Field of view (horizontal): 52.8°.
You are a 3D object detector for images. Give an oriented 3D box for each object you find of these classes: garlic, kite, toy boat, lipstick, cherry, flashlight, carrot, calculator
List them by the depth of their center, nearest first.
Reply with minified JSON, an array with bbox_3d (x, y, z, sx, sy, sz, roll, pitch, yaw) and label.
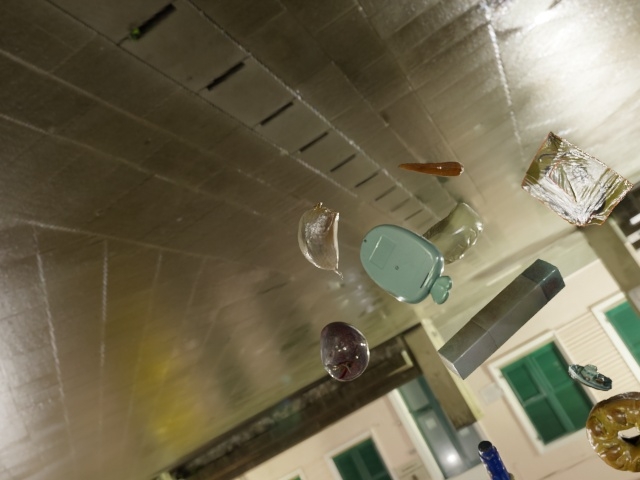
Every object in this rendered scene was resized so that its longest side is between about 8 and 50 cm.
[{"bbox_3d":[0.255,0.331,0.927,0.057,0.121,0.035,-12,-150,31],"label":"flashlight"},{"bbox_3d":[-0.005,0.000,1.243,0.084,0.152,0.066,1,-177,27],"label":"garlic"},{"bbox_3d":[0.467,0.200,1.661,0.371,0.076,0.080,-41,122,-8],"label":"lipstick"},{"bbox_3d":[0.232,0.069,1.768,0.042,0.295,0.184,4,116,-58],"label":"calculator"},{"bbox_3d":[0.067,0.315,1.857,0.140,0.176,0.176,-14,162,-3],"label":"cherry"},{"bbox_3d":[0.736,-0.179,1.902,0.013,0.327,0.377,-37,-161,-26],"label":"kite"},{"bbox_3d":[0.331,-0.216,1.931,0.216,0.048,0.048,0,154,-18],"label":"carrot"},{"bbox_3d":[0.812,0.404,1.932,0.059,0.140,0.066,-63,174,-49],"label":"toy boat"}]

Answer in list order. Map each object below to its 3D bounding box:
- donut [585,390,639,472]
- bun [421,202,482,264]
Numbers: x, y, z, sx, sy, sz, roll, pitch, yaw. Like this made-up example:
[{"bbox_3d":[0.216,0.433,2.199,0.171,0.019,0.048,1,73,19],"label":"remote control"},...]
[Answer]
[{"bbox_3d":[0.834,0.513,1.731,0.226,0.226,0.114,-38,177,28],"label":"donut"},{"bbox_3d":[0.428,-0.009,2.090,0.229,0.145,0.229,-41,-172,7],"label":"bun"}]
